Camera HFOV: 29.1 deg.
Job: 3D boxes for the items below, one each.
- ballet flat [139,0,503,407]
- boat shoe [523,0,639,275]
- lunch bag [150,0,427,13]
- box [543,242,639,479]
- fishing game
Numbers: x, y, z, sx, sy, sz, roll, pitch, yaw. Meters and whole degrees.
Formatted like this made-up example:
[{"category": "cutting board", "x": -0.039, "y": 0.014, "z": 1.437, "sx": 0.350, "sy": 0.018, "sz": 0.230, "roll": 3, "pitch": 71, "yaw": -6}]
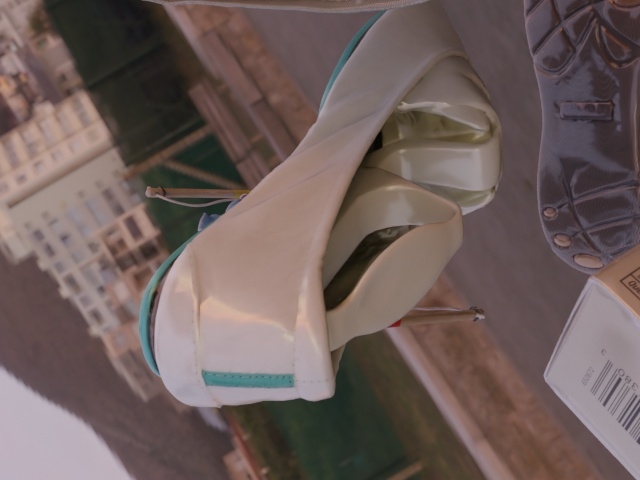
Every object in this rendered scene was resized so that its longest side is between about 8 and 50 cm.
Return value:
[{"category": "ballet flat", "x": 0.043, "y": -0.031, "z": 0.775, "sx": 0.139, "sy": 0.400, "sz": 0.139, "roll": 17, "pitch": 132, "yaw": 20}, {"category": "boat shoe", "x": 0.247, "y": -0.151, "z": 0.979, "sx": 0.132, "sy": 0.130, "sz": 0.355, "roll": 15, "pitch": 109, "yaw": 46}, {"category": "lunch bag", "x": 0.029, "y": -0.229, "z": 0.665, "sx": 0.287, "sy": 0.235, "sz": 0.169, "roll": -3, "pitch": 119, "yaw": 41}, {"category": "box", "x": 0.304, "y": 0.028, "z": 0.748, "sx": 0.148, "sy": 0.311, "sz": 0.121, "roll": 49, "pitch": 154, "yaw": 25}, {"category": "fishing game", "x": 0.000, "y": 0.000, "z": 0.960, "sx": 0.264, "sy": 0.189, "sz": 0.041, "roll": 32, "pitch": 113, "yaw": 44}]
